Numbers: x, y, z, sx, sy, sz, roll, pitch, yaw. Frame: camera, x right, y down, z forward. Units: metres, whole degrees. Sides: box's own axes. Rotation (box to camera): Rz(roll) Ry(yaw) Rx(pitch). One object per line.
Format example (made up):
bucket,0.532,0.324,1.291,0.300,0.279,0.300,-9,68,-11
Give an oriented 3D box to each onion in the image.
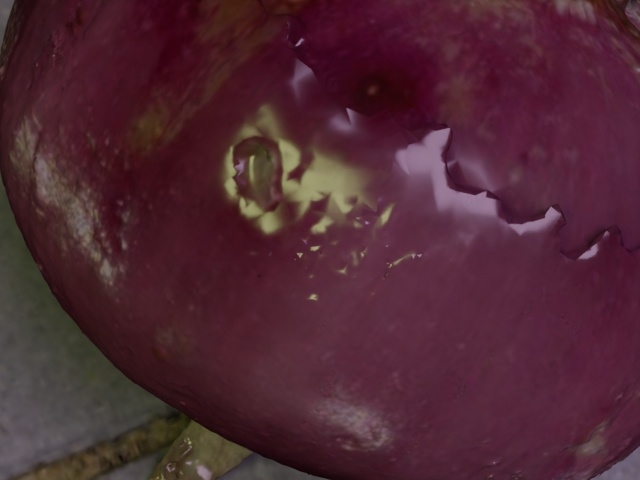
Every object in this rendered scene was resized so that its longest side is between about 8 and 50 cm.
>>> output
onion,0.015,-0.036,0.779,0.358,0.345,0.358,20,56,-33
